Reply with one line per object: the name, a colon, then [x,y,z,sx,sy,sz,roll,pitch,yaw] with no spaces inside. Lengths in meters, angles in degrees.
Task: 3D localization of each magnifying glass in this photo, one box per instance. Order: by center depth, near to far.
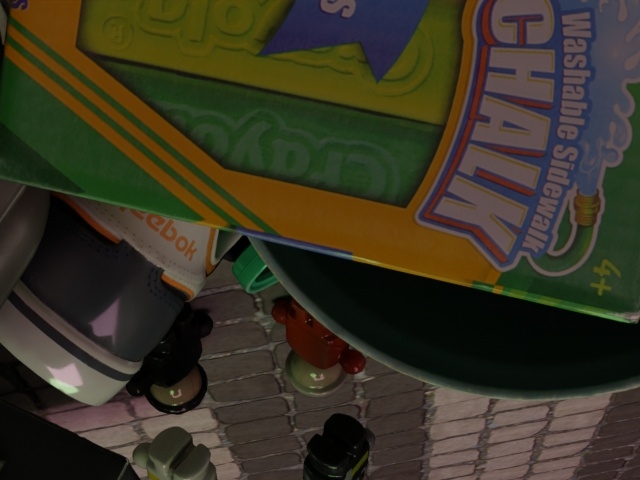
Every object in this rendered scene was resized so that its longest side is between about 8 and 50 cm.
magnifying glass: [0.000,0.000,0.964,0.092,0.026,0.231,-41,172,14]

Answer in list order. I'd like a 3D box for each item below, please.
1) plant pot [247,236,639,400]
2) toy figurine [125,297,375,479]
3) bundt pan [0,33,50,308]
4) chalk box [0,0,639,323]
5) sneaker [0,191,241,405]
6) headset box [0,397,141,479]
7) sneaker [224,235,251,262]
plant pot: [0.110,-0.085,0.653,0.293,0.293,0.196,-18,-178,15]
toy figurine: [-0.060,0.153,1.153,0.213,0.209,0.148,-7,146,-7]
bundt pan: [-0.240,-0.074,0.519,0.331,0.124,0.331,28,151,17]
chalk box: [0.060,-0.086,0.470,0.289,0.180,0.179,12,-169,12]
sneaker: [-0.116,-0.025,0.730,0.126,0.321,0.127,38,94,-23]
headset box: [-0.289,0.234,1.200,0.246,0.131,0.283,23,160,13]
sneaker: [-0.087,-0.020,0.906,0.152,0.084,0.058,-24,153,28]
